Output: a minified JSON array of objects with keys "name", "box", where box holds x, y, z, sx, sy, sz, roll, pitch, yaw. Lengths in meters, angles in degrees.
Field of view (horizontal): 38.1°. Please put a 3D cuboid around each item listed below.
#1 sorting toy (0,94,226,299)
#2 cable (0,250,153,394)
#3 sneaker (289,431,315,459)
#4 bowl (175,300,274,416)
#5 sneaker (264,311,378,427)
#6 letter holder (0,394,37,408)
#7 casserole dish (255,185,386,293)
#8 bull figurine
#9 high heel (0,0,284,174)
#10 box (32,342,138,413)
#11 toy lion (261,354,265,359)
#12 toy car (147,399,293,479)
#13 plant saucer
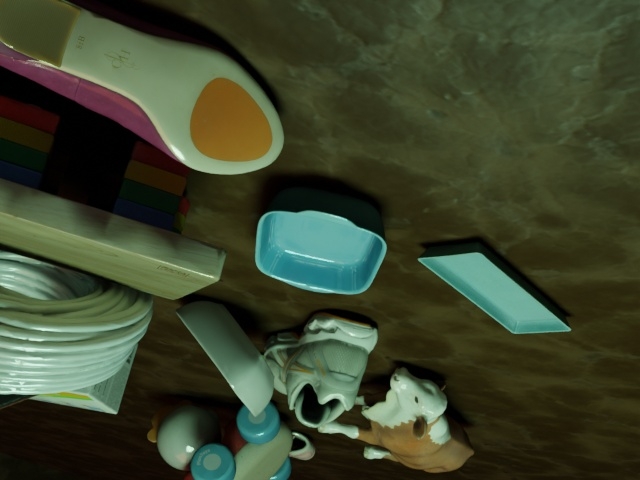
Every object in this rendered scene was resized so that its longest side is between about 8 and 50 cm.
[{"name":"sorting toy","box":[-0.215,-0.036,0.763,0.257,0.089,0.255,18,168,-14]},{"name":"cable","box":[-0.293,0.055,0.891,0.257,0.089,0.257,17,-164,-15]},{"name":"sneaker","box":[-0.079,0.384,1.757,0.134,0.051,0.070,5,155,8]},{"name":"bowl","box":[-0.109,0.139,1.139,0.142,0.053,0.142,49,169,26]},{"name":"sneaker","box":[-0.018,0.176,1.152,0.099,0.121,0.262,18,157,-12]},{"name":"letter holder","box":[-0.456,0.151,1.089,0.302,0.152,0.214,-19,175,-31]},{"name":"casserole dish","box":[0.000,0.000,0.846,0.114,0.037,0.188,12,158,-1]},{"name":"bull figurine","box":[0.117,0.262,1.316,0.188,0.101,0.310,4,154,27]},{"name":"high heel","box":[-0.137,-0.114,0.633,0.244,0.082,0.117,16,-171,-42]},{"name":"box","box":[-0.385,0.169,1.331,0.203,0.114,0.103,7,156,15]},{"name":"toy lion","box":[-0.100,0.177,1.317,0.100,0.034,0.096,-3,145,31]},{"name":"toy car","box":[-0.193,0.347,1.624,0.238,0.210,0.219,34,153,26]},{"name":"plant saucer","box":[0.172,0.048,0.894,0.067,0.018,0.192,-8,151,39]}]
